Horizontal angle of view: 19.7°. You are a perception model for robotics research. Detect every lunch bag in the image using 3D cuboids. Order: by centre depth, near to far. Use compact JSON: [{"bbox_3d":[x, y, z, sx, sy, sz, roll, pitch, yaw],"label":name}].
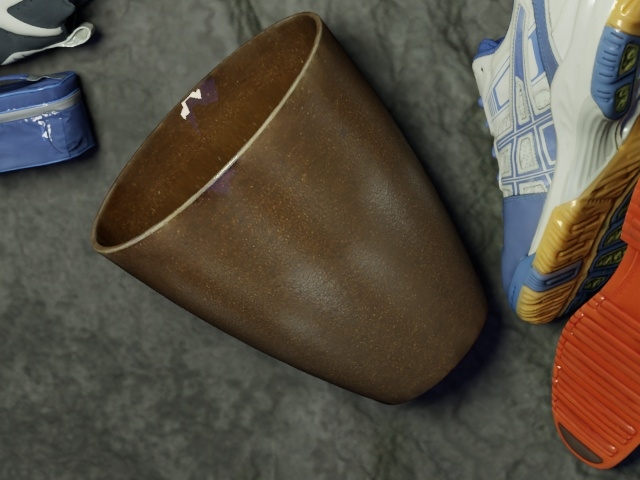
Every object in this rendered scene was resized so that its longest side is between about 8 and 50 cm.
[{"bbox_3d":[-0.218,-0.087,1.320,0.098,0.067,0.065,-10,102,11],"label":"lunch bag"}]

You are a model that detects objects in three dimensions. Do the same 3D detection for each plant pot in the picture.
[{"bbox_3d":[0.000,0.000,1.258,0.215,0.215,0.230,-41,110,15],"label":"plant pot"}]

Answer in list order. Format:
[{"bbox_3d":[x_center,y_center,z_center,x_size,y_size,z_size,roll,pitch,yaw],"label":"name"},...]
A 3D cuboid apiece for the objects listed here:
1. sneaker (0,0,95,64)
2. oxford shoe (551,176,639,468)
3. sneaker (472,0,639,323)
[{"bbox_3d":[-0.211,-0.234,1.270,0.153,0.094,0.235,-2,104,7],"label":"sneaker"},{"bbox_3d":[0.244,0.048,1.278,0.097,0.098,0.271,42,130,27],"label":"oxford shoe"},{"bbox_3d":[0.163,-0.083,1.249,0.131,0.112,0.296,38,133,33],"label":"sneaker"}]
